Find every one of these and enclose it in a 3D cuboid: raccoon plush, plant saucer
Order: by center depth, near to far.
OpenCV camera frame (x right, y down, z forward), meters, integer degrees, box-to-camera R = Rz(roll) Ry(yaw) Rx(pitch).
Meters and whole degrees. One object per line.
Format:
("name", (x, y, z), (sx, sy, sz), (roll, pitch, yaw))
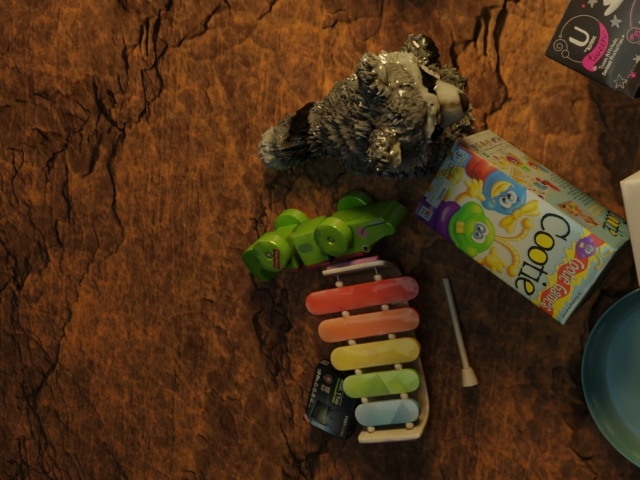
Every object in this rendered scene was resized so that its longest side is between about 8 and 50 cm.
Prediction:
("plant saucer", (0.547, 0.206, 1.409), (0.317, 0.044, 0.317), (8, 107, 28))
("raccoon plush", (0.035, -0.149, 1.465), (0.446, 0.299, 0.216), (-28, 88, 32))

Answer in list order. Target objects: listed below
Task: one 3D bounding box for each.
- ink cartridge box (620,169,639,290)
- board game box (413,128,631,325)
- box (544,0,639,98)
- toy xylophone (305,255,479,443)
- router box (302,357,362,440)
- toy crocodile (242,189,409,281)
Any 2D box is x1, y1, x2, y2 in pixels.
("ink cartridge box", (0.570, 0.078, 1.205), (0.285, 0.166, 0.395), (-5, 103, 42))
("board game box", (0.304, -0.026, 1.431), (0.275, 0.144, 0.142), (38, 118, 18))
("box", (0.432, -0.331, 1.271), (0.142, 0.163, 0.247), (34, 116, 23))
("toy xylophone", (0.122, 0.173, 1.604), (0.236, 0.081, 0.322), (-20, 90, 25))
("router box", (0.027, 0.287, 1.730), (0.092, 0.038, 0.122), (22, 112, 23))
("toy crocodile", (0.000, 0.000, 1.633), (0.340, 0.115, 0.105), (-15, 114, 34))
